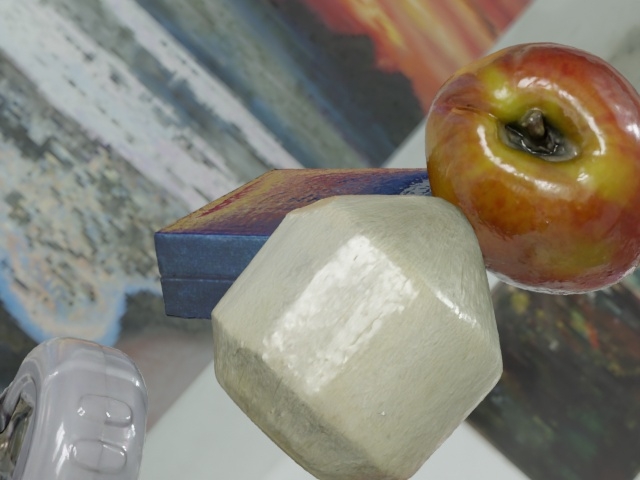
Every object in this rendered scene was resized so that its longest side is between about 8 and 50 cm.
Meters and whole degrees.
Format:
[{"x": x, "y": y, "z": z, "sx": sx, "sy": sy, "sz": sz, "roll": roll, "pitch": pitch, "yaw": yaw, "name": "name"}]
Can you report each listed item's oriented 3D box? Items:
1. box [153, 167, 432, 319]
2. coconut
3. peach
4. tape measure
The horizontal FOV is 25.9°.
[{"x": 0.000, "y": 0.000, "z": 1.550, "sx": 0.261, "sy": 0.116, "sz": 0.279, "roll": 3, "pitch": 19, "yaw": 27, "name": "box"}, {"x": 0.041, "y": 0.075, "z": 1.230, "sx": 0.237, "sy": 0.266, "sz": 0.237, "roll": 40, "pitch": 0, "yaw": 0, "name": "coconut"}, {"x": 0.228, "y": -0.071, "z": 1.422, "sx": 0.281, "sy": 0.238, "sz": 0.281, "roll": 34, "pitch": -5, "yaw": 3, "name": "peach"}, {"x": -0.205, "y": 0.174, "z": 1.089, "sx": 0.120, "sy": 0.197, "sz": 0.236, "roll": 18, "pitch": -3, "yaw": -24, "name": "tape measure"}]
